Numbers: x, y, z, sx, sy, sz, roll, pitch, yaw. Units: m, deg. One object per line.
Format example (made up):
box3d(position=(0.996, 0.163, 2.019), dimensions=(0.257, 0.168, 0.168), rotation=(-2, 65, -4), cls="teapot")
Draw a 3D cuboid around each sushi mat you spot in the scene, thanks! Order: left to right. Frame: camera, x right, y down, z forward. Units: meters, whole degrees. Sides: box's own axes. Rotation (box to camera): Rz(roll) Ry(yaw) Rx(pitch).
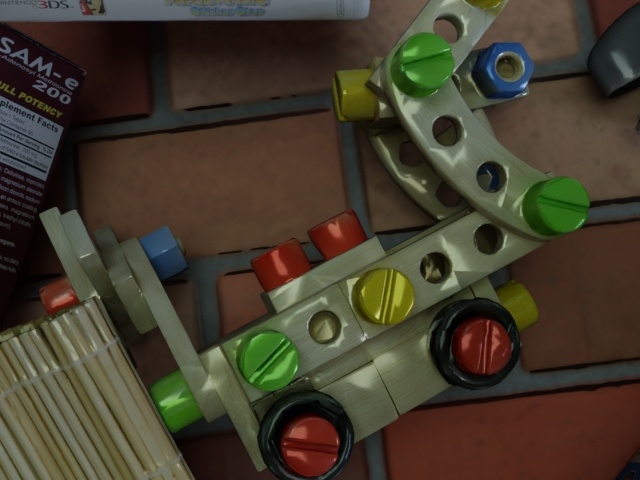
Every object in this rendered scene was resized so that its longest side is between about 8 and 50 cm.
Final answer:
box3d(position=(-0.108, 0.195, 0.429), dimensions=(0.151, 0.019, 0.317), rotation=(-27, 95, 4), cls="sushi mat")

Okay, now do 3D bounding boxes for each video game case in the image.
box3d(position=(-0.071, -0.203, 0.518), dimensions=(0.206, 0.026, 0.227), rotation=(1, 47, 4), cls="video game case")

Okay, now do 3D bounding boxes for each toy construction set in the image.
box3d(position=(0.000, 0.000, 0.473), dimensions=(0.327, 0.151, 0.215), rotation=(-27, 92, 3), cls="toy construction set")

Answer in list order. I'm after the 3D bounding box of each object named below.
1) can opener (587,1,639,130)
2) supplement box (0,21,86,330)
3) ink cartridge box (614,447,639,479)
box3d(position=(0.299, -0.161, 0.521), dimensions=(0.283, 0.076, 0.095), rotation=(-33, 80, -3), cls="can opener")
box3d(position=(-0.240, -0.007, 0.507), dimensions=(0.130, 0.073, 0.240), rotation=(8, 78, 35), cls="supplement box")
box3d(position=(0.245, 0.101, 0.441), dimensions=(0.086, 0.148, 0.203), rotation=(38, 84, 11), cls="ink cartridge box")
